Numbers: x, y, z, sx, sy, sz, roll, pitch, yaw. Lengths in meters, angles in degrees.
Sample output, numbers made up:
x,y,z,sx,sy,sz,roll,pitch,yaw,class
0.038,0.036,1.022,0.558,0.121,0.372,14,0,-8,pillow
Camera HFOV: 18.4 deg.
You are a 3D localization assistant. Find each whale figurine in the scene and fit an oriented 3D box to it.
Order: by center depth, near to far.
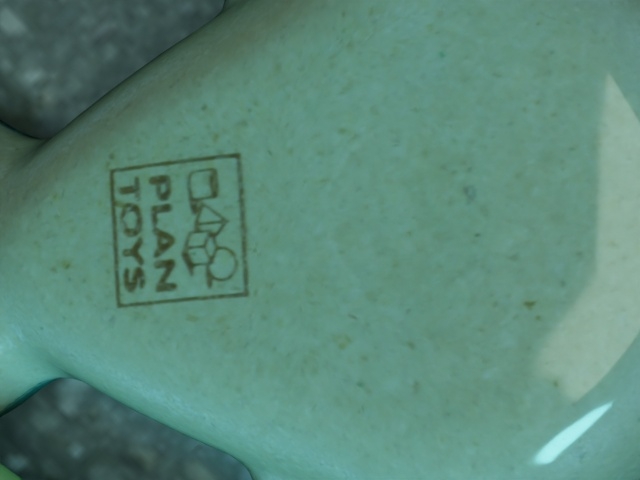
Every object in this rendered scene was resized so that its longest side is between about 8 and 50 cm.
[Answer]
x,y,z,sx,sy,sz,roll,pitch,yaw,class
0.000,0.000,0.587,0.272,0.141,0.216,-7,85,22,whale figurine

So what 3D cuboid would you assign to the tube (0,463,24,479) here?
x,y,z,sx,sy,sz,roll,pitch,yaw,class
-0.065,0.122,0.578,0.240,0.070,0.062,37,94,-15,tube
